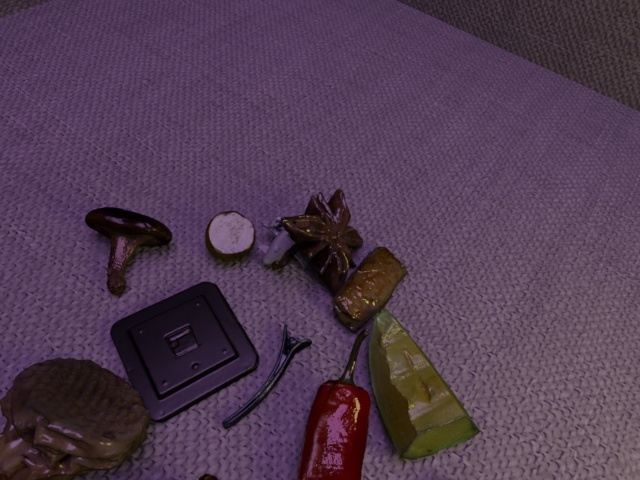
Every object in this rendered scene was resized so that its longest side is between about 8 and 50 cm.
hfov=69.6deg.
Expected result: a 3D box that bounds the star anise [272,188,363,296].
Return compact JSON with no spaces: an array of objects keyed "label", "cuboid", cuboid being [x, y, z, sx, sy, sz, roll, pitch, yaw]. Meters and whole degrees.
[{"label":"star anise","cuboid":[0.003,0.001,1.225,0.292,0.109,0.349,42,50,-25]}]

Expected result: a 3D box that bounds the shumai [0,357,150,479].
[{"label":"shumai","cuboid":[-0.503,0.397,0.896,0.267,0.262,0.314,27,2,-31]}]

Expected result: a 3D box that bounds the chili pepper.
[{"label":"chili pepper","cuboid":[0.044,0.371,1.000,0.135,0.131,0.338,-3,54,21]}]

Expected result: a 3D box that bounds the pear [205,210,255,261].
[{"label":"pear","cuboid":[-0.245,-0.008,1.263,0.141,0.104,0.141,1,77,-6]}]

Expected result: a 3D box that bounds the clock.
[{"label":"clock","cuboid":[-0.322,0.247,1.091,0.279,0.049,0.273,-26,61,-24]}]

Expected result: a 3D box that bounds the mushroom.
[{"label":"mushroom","cuboid":[-0.525,0.030,1.193,0.227,0.148,0.217,11,68,7]}]

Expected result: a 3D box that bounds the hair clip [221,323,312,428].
[{"label":"hair clip","cuboid":[-0.124,0.321,1.068,0.083,0.048,0.275,31,56,10]}]

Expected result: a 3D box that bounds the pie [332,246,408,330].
[{"label":"pie","cuboid":[0.140,0.117,1.237,0.128,0.068,0.282,44,49,3]}]

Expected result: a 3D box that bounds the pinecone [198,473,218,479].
[{"label":"pinecone","cuboid":[-0.244,0.531,0.825,0.195,0.150,0.179,-17,58,-19]}]

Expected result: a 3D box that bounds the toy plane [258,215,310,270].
[{"label":"toy plane","cuboid":[-0.096,0.011,1.283,0.174,0.080,0.173,9,64,-18]}]

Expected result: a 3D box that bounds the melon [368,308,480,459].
[{"label":"melon","cuboid":[0.210,0.318,1.072,0.196,0.124,0.323,-11,50,-17]}]
